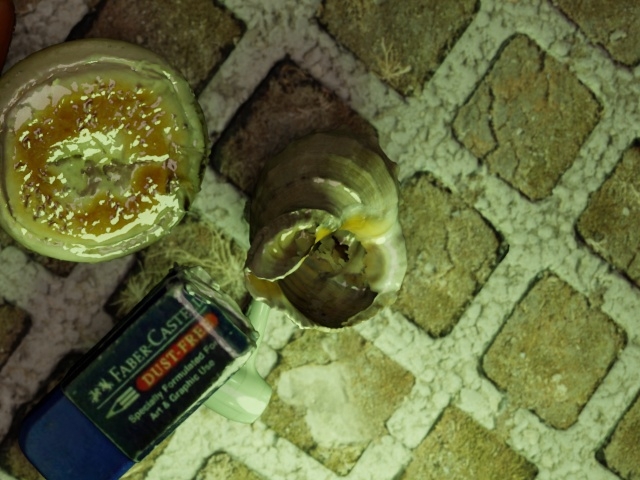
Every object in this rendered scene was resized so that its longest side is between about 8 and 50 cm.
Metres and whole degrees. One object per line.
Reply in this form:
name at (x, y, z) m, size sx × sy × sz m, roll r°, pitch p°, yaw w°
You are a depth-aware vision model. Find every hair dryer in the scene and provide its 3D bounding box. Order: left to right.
hair dryer at (-0.132, 0.110, 1.868) m, size 0.206 × 0.075 × 0.237 m, roll 29°, pitch 79°, yaw -10°

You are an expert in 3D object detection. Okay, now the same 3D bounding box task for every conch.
conch at (-0.005, 0.001, 1.818) m, size 0.324 × 0.186 × 0.263 m, roll -38°, pitch 105°, yaw -35°

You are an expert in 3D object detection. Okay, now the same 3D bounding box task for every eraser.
eraser at (-0.242, 0.187, 1.770) m, size 0.332 × 0.101 × 0.155 m, roll -43°, pitch 97°, yaw 8°

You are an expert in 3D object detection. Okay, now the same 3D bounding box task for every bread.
bread at (-0.295, -0.116, 1.733) m, size 0.305 × 0.159 × 0.306 m, roll -6°, pitch 105°, yaw -23°

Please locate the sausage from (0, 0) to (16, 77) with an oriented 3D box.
sausage at (-0.470, -0.170, 1.719) m, size 0.102 × 0.102 × 0.330 m, roll 21°, pitch 88°, yaw -17°
